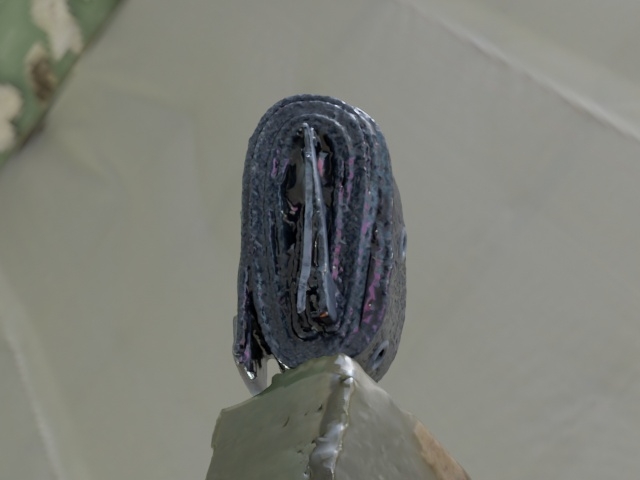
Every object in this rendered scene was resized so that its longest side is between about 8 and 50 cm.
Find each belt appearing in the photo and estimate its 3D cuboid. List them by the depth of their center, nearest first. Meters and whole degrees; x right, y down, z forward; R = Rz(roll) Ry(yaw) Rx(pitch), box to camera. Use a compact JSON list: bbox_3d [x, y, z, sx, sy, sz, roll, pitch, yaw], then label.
[{"bbox_3d":[0.000,0.000,1.287,0.122,0.128,0.218,-2,-114,7],"label":"belt"}]

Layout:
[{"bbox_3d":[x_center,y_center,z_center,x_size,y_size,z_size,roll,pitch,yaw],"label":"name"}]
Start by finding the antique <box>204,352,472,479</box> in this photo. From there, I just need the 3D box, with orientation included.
[{"bbox_3d":[-0.011,0.216,1.126,0.125,0.150,0.284,-28,-157,31],"label":"antique"}]
